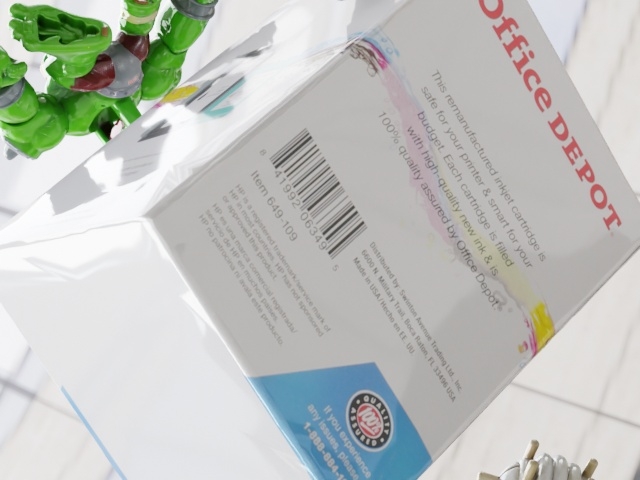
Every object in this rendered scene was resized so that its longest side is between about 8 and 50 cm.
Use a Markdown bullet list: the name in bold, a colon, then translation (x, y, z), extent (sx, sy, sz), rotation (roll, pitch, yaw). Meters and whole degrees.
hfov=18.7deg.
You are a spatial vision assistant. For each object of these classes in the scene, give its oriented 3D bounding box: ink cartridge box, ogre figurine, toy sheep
- **ink cartridge box**: translation (0.000, 0.000, 1.053), extent (0.270, 0.197, 0.198), rotation (-42, -72, -32)
- **ogre figurine**: translation (-0.145, -0.115, 1.254), extent (0.197, 0.097, 0.118), rotation (-51, -13, -37)
- **toy sheep**: translation (0.212, 0.240, 1.846), extent (0.132, 0.091, 0.091), rotation (20, -94, 0)
